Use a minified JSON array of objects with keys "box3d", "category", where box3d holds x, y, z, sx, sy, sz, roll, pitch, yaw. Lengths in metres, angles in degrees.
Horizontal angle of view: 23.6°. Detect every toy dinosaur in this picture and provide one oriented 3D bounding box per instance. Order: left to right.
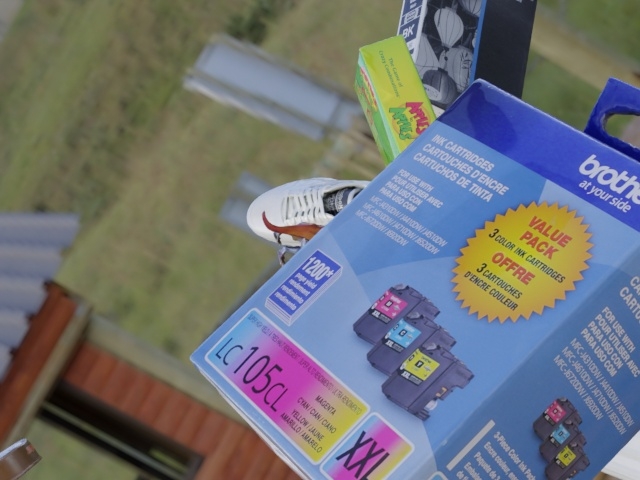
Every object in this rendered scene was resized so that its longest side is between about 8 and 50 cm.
[{"box3d":[0.000,0.000,1.403,0.090,0.082,0.047,54,-157,-61],"category":"toy dinosaur"}]

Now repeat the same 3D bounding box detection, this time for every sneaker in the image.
[{"box3d":[0.006,-0.042,1.882,0.095,0.235,0.090,11,-104,-62],"category":"sneaker"}]

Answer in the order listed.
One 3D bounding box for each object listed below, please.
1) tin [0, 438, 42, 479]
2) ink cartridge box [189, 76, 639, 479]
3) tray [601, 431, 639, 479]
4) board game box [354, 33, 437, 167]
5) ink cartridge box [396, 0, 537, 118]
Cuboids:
[{"box3d":[-0.422,0.304,1.845,0.190,0.040,0.106,-35,-1,4],"category":"tin"},{"box3d":[0.133,0.048,1.171,0.395,0.151,0.270,-43,39,-9],"category":"ink cartridge box"},{"box3d":[0.273,0.166,1.420,0.030,0.145,0.270,-22,23,-33],"category":"tray"},{"box3d":[0.083,-0.083,1.374,0.043,0.181,0.092,-19,-14,-8],"category":"board game box"},{"box3d":[0.186,-0.288,1.904,0.065,0.165,0.332,-24,51,56],"category":"ink cartridge box"}]
